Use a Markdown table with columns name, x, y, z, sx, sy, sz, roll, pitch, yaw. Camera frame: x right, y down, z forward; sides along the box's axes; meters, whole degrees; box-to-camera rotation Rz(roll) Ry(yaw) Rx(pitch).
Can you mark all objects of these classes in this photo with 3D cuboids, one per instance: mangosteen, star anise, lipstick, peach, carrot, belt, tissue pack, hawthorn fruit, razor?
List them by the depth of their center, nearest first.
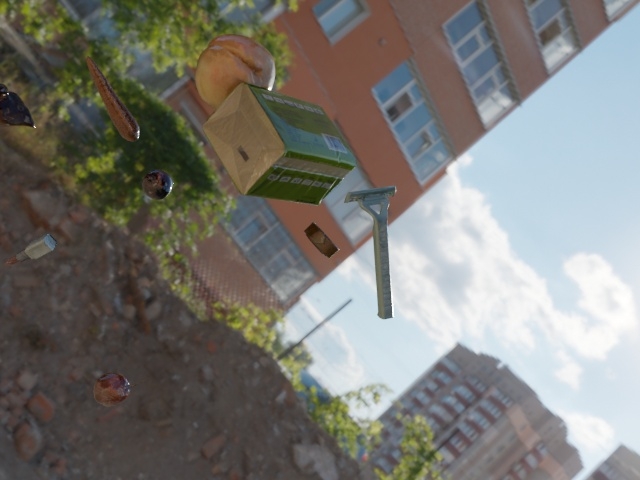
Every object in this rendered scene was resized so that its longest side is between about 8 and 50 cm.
| name | x | y | z | sx | sy | sz | roll | pitch | yaw |
| --- | --- | --- | --- | --- | --- | --- | --- | --- | --- |
| star anise | -0.566 | -0.219 | 1.292 | 0.196 | 0.212 | 0.111 | 26 | 33 | -51 |
| lipstick | -0.508 | 0.022 | 1.410 | 0.025 | 0.107 | 0.025 | 54 | 24 | -28 |
| hawthorn fruit | -0.385 | 0.285 | 1.562 | 0.067 | 0.103 | 0.066 | 173 | -90 | -87 |
| razor | 0.126 | 0.029 | 1.703 | 0.056 | 0.111 | 0.277 | -177 | -102 | -67 |
| belt | 0.000 | 0.000 | 1.736 | 0.083 | 0.036 | 0.059 | 47 | 2 | 13 |
| tissue pack | -0.085 | -0.204 | 1.772 | 0.275 | 0.167 | 0.200 | 3 | 50 | -55 |
| peach | -0.188 | -0.373 | 1.814 | 0.184 | 0.184 | 0.184 | 47 | -10 | 11 |
| carrot | -0.475 | -0.321 | 1.840 | 0.216 | 0.048 | 0.048 | 63 | -15 | -25 |
| mangosteen | -0.425 | -0.144 | 2.120 | 0.081 | 0.081 | 0.081 | 47 | -10 | 11 |
